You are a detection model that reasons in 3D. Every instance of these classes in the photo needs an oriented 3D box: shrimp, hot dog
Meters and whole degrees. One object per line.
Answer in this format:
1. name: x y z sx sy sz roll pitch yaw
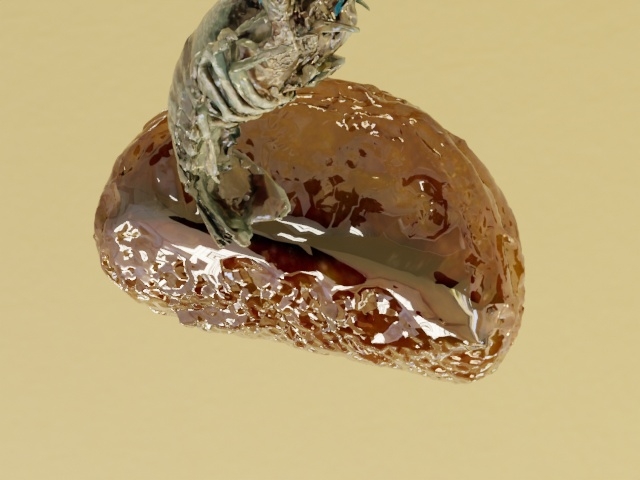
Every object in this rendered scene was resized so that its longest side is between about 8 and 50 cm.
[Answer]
1. shrimp: -0.033 -0.065 0.691 0.082 0.076 0.174 -46 168 -37
2. hot dog: -0.001 0.000 0.927 0.099 0.226 0.160 -59 164 -45
